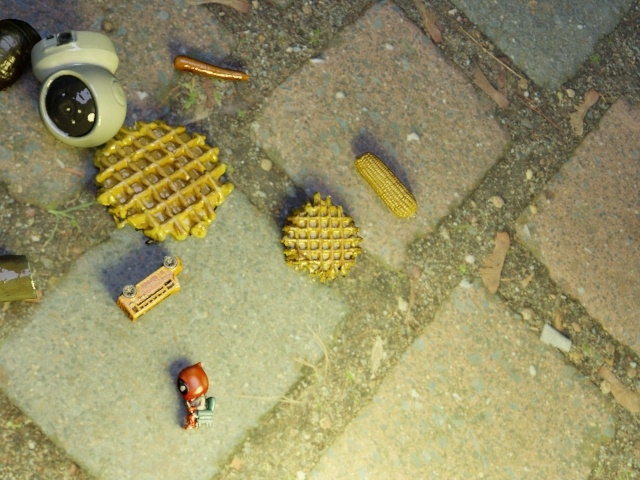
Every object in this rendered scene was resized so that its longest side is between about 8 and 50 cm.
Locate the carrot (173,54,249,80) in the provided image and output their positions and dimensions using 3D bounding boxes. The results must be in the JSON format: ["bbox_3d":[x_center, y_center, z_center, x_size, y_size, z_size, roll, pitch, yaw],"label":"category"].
[{"bbox_3d":[-0.265,-0.414,1.998,0.190,0.037,0.037,12,69,-18],"label":"carrot"}]

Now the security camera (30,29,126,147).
[{"bbox_3d":[-0.524,-0.318,1.799,0.195,0.194,0.236,-9,81,-21],"label":"security camera"}]

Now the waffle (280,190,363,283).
[{"bbox_3d":[0.000,0.000,1.928,0.193,0.070,0.197,33,68,-6],"label":"waffle"}]

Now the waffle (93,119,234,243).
[{"bbox_3d":[-0.363,-0.141,1.858,0.329,0.062,0.329,6,71,-17],"label":"waffle"}]

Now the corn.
[{"bbox_3d":[0.165,-0.136,2.027,0.068,0.068,0.207,-40,85,-25],"label":"corn"}]

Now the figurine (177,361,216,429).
[{"bbox_3d":[-0.262,0.327,1.730,0.075,0.068,0.140,-4,76,-17],"label":"figurine"}]

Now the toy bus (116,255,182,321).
[{"bbox_3d":[-0.360,0.102,1.772,0.162,0.069,0.074,-37,87,-24],"label":"toy bus"}]

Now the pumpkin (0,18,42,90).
[{"bbox_3d":[-0.698,-0.423,1.819,0.119,0.108,0.183,40,66,-8],"label":"pumpkin"}]

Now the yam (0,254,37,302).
[{"bbox_3d":[-0.711,0.084,1.648,0.259,0.106,0.106,-5,74,-21],"label":"yam"}]
